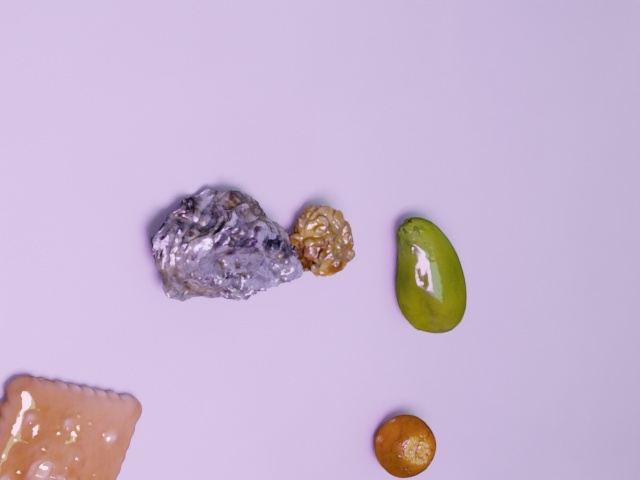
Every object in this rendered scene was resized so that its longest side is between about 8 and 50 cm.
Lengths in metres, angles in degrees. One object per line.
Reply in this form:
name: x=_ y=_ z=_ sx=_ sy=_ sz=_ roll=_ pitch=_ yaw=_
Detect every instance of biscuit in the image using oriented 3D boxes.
biscuit: x=-0.279 y=0.265 z=1.012 sx=0.160 sy=0.030 sz=0.250 roll=21 pitch=88 yaw=-42

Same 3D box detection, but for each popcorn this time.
popcorn: x=0.000 y=0.000 z=1.142 sx=0.083 sy=0.057 sz=0.082 roll=4 pitch=101 yaw=-37

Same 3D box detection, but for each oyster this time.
oyster: x=-0.097 y=0.008 z=1.064 sx=0.177 sy=0.064 sz=0.125 roll=-16 pitch=119 yaw=-34

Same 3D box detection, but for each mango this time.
mango: x=0.135 y=0.046 z=1.254 sx=0.091 sy=0.074 sz=0.165 roll=-34 pitch=123 yaw=-24

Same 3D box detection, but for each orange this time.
orange: x=0.110 y=0.267 z=1.309 sx=0.083 sy=0.070 sz=0.083 roll=-4 pitch=98 yaw=-29
